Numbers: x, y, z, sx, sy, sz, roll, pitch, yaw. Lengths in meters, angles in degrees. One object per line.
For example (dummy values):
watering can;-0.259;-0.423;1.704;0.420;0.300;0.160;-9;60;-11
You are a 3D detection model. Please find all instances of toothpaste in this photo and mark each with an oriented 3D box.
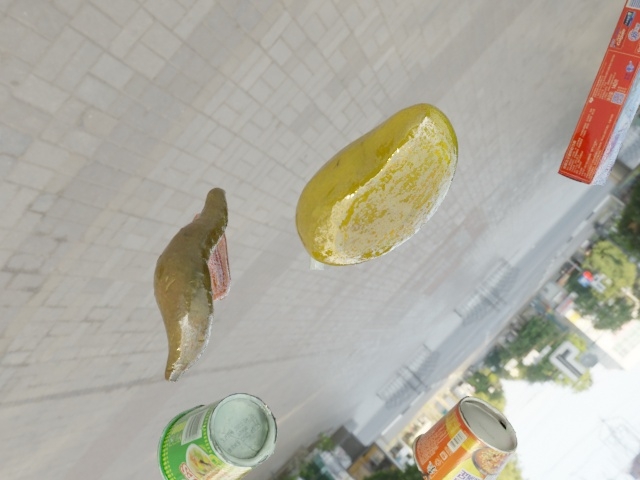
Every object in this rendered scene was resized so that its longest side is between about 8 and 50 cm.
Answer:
toothpaste;0.486;-0.248;1.034;0.076;0.066;0.320;-5;119;-48

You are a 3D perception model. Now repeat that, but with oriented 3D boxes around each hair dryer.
hair dryer;-0.001;0.008;1.793;0.183;0.044;0.155;50;46;-84

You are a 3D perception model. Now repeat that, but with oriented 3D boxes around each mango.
mango;0.095;-0.074;1.027;0.331;0.142;0.195;-35;130;28

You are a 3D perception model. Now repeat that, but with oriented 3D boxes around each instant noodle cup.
instant noodle cup;0.348;0.485;1.496;0.213;0.213;0.174;-16;142;-58
instant noodle cup;-0.204;0.412;1.310;0.207;0.207;0.232;-30;170;-41

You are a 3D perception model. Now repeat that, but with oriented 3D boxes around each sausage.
sausage;-0.230;0.035;1.339;0.077;0.077;0.194;-19;104;-55

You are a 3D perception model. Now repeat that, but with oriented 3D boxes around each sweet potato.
sweet potato;-0.134;0.022;0.659;0.059;0.249;0.069;-29;130;30
